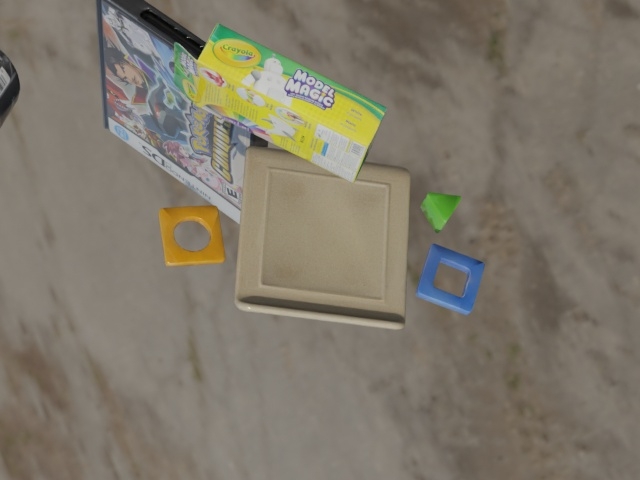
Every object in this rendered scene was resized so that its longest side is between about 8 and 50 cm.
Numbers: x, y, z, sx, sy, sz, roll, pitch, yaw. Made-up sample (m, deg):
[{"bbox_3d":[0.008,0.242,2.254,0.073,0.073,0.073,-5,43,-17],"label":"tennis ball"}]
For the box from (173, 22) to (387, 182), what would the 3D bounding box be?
[{"bbox_3d":[-0.038,-0.117,1.319,0.179,0.043,0.105,25,163,1],"label":"box"}]

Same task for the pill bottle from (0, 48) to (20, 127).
[{"bbox_3d":[-0.432,-0.110,1.717,0.130,0.245,0.130,13,139,12],"label":"pill bottle"}]

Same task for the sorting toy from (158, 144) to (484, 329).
[{"bbox_3d":[0.000,0.000,1.673,0.047,0.348,0.196,119,156,-62],"label":"sorting toy"}]

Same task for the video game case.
[{"bbox_3d":[-0.169,-0.160,1.939,0.248,0.035,0.275,36,152,16],"label":"video game case"}]
